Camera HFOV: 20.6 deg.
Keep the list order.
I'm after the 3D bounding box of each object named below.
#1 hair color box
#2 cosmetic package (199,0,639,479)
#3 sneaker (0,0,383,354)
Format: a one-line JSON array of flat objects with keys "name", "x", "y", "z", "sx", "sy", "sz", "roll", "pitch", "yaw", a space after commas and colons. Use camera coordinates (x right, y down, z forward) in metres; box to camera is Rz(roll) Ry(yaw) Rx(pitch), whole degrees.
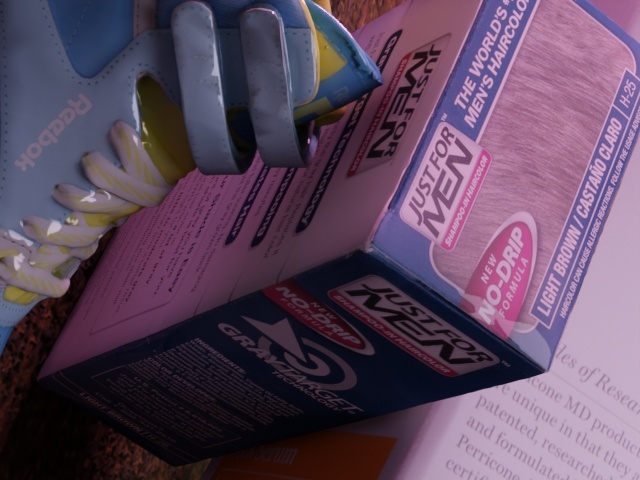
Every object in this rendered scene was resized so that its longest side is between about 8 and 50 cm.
[{"name": "hair color box", "x": 0.000, "y": 0.000, "z": 0.881, "sx": 0.347, "sy": 0.105, "sz": 0.174, "roll": -23, "pitch": -144, "yaw": 56}, {"name": "cosmetic package", "x": 0.093, "y": 0.070, "z": 0.957, "sx": 0.453, "sy": 0.161, "sz": 0.230, "roll": -61, "pitch": -159, "yaw": -17}, {"name": "sneaker", "x": -0.090, "y": -0.031, "z": 0.759, "sx": 0.127, "sy": 0.208, "sz": 0.319, "roll": 7, "pitch": 97, "yaw": -82}]
